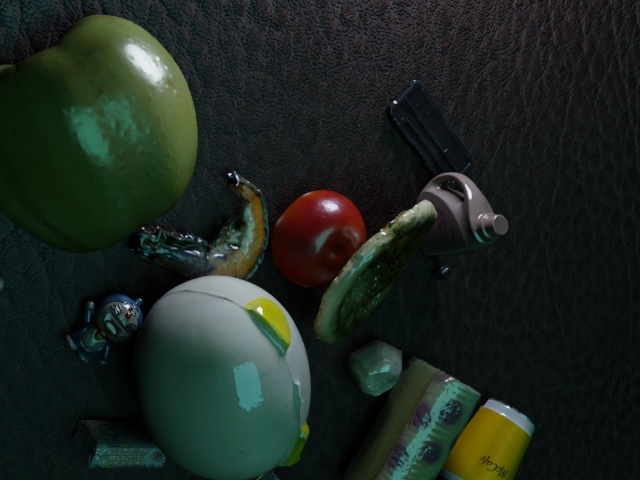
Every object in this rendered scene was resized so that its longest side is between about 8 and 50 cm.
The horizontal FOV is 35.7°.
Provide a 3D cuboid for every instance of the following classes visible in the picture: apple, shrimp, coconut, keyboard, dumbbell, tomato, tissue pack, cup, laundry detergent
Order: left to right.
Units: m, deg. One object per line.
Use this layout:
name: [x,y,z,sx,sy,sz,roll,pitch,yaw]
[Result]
apple: [-0.370,-0.163,1.637,0.360,0.320,0.312,63,28,-28]
tissue pack: [-0.372,0.377,1.844,0.148,0.108,0.060,9,103,-34]
shrimp: [-0.214,-0.028,1.833,0.290,0.054,0.222,14,99,-34]
tomato: [0.000,0.000,1.925,0.195,0.136,0.195,-12,113,-28]
coconut: [0.123,0.269,2.116,0.124,0.110,0.110,-25,118,-15]
keyboard: [0.231,-0.213,2.066,0.106,0.016,0.262,-47,124,-9]
dumbbell: [0.256,0.045,2.160,0.036,0.040,0.083,-57,133,-44]
laundry detergent: [0.284,-0.058,2.018,0.076,0.237,0.171,-7,87,-29]
cup: [0.378,0.520,2.321,0.196,0.196,0.280,44,75,-35]

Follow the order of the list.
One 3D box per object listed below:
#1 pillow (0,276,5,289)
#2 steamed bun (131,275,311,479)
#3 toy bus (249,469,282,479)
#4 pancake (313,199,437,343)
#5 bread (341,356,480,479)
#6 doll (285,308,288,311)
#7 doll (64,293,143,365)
pillow: [-0.617,-0.015,1.581,0.173,0.067,0.270,-22,118,-29]
steamed bun: [-0.175,0.249,1.782,0.333,0.334,0.374,-22,117,-24]
toy bus: [-0.090,0.584,2.067,0.143,0.153,0.329,-48,126,-11]
pancake: [0.109,0.060,1.942,0.356,0.065,0.356,-44,160,-21]
bread: [0.199,0.437,2.171,0.155,0.187,0.338,32,88,-30]
doll: [-0.110,0.214,1.980,0.109,0.057,0.169,17,98,-33]
doll: [-0.380,0.153,1.778,0.152,0.085,0.114,-35,106,-5]
